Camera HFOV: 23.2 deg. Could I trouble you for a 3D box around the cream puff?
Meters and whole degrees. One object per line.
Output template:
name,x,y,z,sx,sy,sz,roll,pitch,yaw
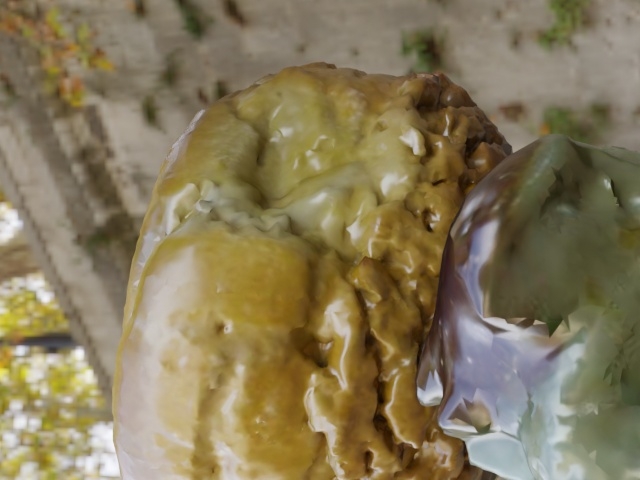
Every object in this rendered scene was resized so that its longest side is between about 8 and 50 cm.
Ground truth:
cream puff,0.021,0.054,0.951,0.343,0.231,0.327,-10,-69,-76

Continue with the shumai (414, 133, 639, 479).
shumai,0.178,0.025,0.535,0.271,0.204,0.222,-13,-38,-29
